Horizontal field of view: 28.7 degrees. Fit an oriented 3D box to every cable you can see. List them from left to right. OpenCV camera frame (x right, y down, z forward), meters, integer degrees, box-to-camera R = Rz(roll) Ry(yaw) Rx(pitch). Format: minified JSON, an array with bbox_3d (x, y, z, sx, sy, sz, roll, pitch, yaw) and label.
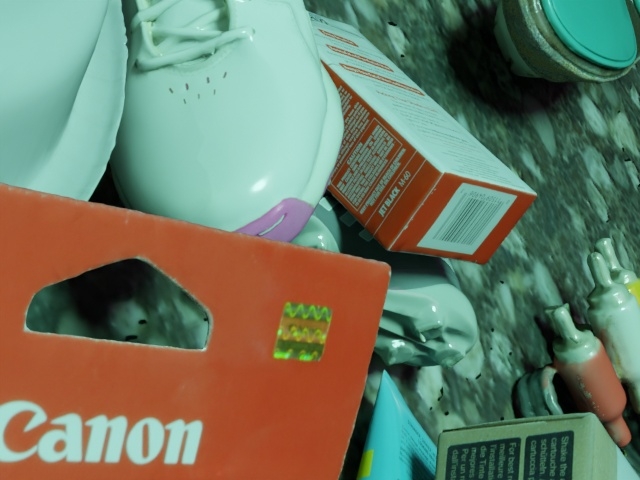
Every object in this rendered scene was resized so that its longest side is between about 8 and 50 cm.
[{"bbox_3d":[0.224,0.145,0.833,0.287,0.072,0.139,57,43,-10],"label":"cable"}]

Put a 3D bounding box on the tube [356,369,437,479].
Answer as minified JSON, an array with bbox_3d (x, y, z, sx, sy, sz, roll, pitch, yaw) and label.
[{"bbox_3d":[0.033,0.165,0.616,0.080,0.052,0.207,60,31,-33],"label":"tube"}]

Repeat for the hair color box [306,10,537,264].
[{"bbox_3d":[0.024,-0.060,0.665,0.093,0.053,0.167,9,33,-50],"label":"hair color box"}]

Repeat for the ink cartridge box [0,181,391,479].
[{"bbox_3d":[-0.070,0.112,0.423,0.275,0.060,0.238,12,94,-46],"label":"ink cartridge box"}]

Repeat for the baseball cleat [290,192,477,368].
[{"bbox_3d":[0.000,0.000,0.669,0.206,0.072,0.109,34,30,-36],"label":"baseball cleat"}]

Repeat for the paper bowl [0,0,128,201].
[{"bbox_3d":[-0.187,-0.107,0.430,0.284,0.148,0.284,29,48,-38],"label":"paper bowl"}]

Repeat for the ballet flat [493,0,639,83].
[{"bbox_3d":[0.198,-0.167,0.955,0.316,0.106,0.107,-18,90,-52],"label":"ballet flat"}]

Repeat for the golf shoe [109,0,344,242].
[{"bbox_3d":[-0.063,-0.124,0.572,0.140,0.115,0.306,66,12,-48],"label":"golf shoe"}]

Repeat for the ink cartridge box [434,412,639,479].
[{"bbox_3d":[0.137,0.227,0.629,0.234,0.088,0.193,49,39,-40],"label":"ink cartridge box"}]
